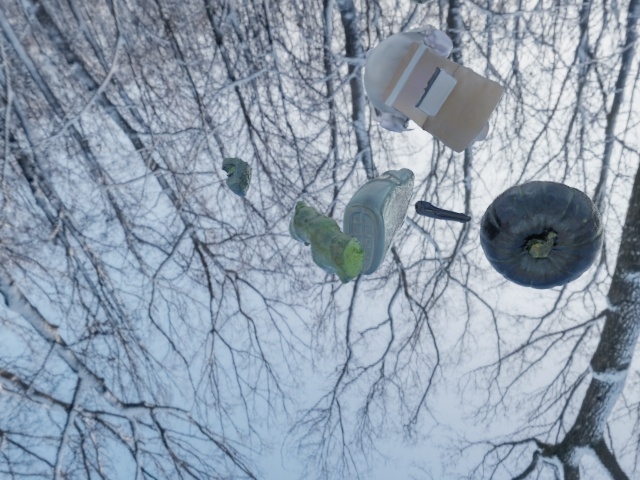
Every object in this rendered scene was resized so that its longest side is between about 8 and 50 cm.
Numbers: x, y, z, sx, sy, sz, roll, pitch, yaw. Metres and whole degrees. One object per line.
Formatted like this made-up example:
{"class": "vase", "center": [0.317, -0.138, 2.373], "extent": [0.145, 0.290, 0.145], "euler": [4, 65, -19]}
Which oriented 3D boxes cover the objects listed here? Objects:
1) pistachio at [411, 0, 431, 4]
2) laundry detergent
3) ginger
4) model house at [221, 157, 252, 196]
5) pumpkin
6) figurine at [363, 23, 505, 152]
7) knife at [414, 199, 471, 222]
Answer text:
{"class": "pistachio", "center": [0.175, -0.453, 0.779], "extent": [0.113, 0.149, 0.113], "euler": [6, -117, -12]}
{"class": "laundry detergent", "center": [0.201, -0.098, 1.498], "extent": [0.125, 0.263, 0.398], "euler": [10, -144, 24]}
{"class": "ginger", "center": [0.001, 0.002, 1.132], "extent": [0.089, 0.137, 0.290], "euler": [-33, -135, -16]}
{"class": "model house", "center": [-0.222, -0.165, 1.277], "extent": [0.066, 0.079, 0.083], "euler": [-6, -117, 29]}
{"class": "pumpkin", "center": [0.620, -0.017, 1.387], "extent": [0.323, 0.323, 0.241], "euler": [6, -148, 22]}
{"class": "figurine", "center": [0.147, -0.232, 0.725], "extent": [0.141, 0.162, 0.236], "euler": [13, -156, -34]}
{"class": "knife", "center": [0.252, -0.058, 1.011], "extent": [0.121, 0.018, 0.031], "euler": [15, -99, 22]}
